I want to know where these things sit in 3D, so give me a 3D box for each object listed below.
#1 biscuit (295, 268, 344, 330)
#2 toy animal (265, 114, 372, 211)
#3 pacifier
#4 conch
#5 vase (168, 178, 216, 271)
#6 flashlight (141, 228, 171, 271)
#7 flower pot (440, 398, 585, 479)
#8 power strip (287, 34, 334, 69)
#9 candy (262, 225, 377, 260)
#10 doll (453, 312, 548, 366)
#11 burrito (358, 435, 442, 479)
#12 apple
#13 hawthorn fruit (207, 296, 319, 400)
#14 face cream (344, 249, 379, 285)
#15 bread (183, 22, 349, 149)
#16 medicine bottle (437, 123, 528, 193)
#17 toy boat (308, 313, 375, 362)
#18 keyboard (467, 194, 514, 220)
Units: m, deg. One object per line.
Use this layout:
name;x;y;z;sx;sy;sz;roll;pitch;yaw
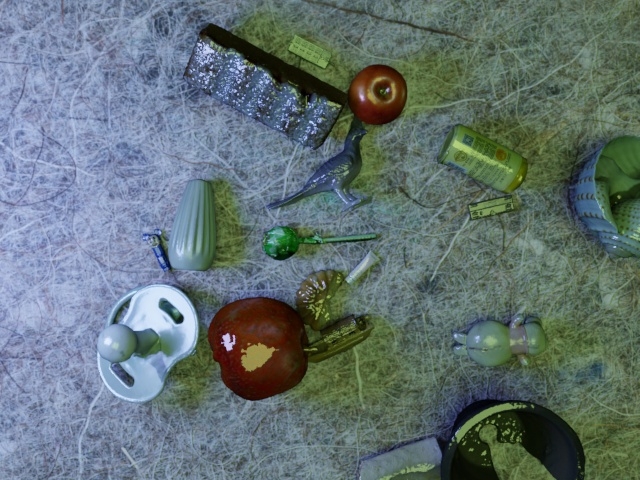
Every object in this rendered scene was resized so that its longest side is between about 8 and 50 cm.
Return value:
biscuit;-0.011;0.164;1.767;0.118;0.061;0.183;19;96;-3
toy animal;0.044;-0.159;1.713;0.206;0.081;0.367;44;92;16
pacifier;-0.496;0.261;1.664;0.288;0.269;0.343;37;91;19
conch;0.812;-0.111;1.695;0.303;0.215;0.319;26;64;-11
vase;-0.340;-0.042;1.700;0.128;0.128;0.247;6;88;-3
flashlight;-0.451;0.030;1.744;0.057;0.035;0.121;-22;97;0
flower pot;0.494;0.576;1.740;0.380;0.251;0.379;0;98;0
power strip;-0.023;-0.509;1.705;0.136;0.019;0.050;27;93;-5
candy;0.000;-0.002;1.749;0.324;0.097;0.097;-4;97;-11
doll;0.519;0.283;1.775;0.275;0.113;0.154;-7;100;-2
burrito;0.219;0.684;1.818;0.299;0.105;0.143;-21;101;-1
apple;0.152;-0.386;1.663;0.164;0.139;0.163;0;87;-6
hawthorn fruit;-0.152;0.288;1.676;0.300;0.275;0.275;-2;97;6
face cream;0.117;0.079;1.781;0.115;0.020;0.038;-45;98;-1
bread;-0.145;-0.399;1.641;0.417;0.113;0.165;26;130;-5
medicine bottle;0.448;-0.218;1.711;0.239;0.124;0.124;25;95;-6
toy boat;0.044;0.273;1.772;0.226;0.068;0.088;-26;125;4
keyboard;0.484;-0.093;1.779;0.129;0.015;0.049;-13;92;0
